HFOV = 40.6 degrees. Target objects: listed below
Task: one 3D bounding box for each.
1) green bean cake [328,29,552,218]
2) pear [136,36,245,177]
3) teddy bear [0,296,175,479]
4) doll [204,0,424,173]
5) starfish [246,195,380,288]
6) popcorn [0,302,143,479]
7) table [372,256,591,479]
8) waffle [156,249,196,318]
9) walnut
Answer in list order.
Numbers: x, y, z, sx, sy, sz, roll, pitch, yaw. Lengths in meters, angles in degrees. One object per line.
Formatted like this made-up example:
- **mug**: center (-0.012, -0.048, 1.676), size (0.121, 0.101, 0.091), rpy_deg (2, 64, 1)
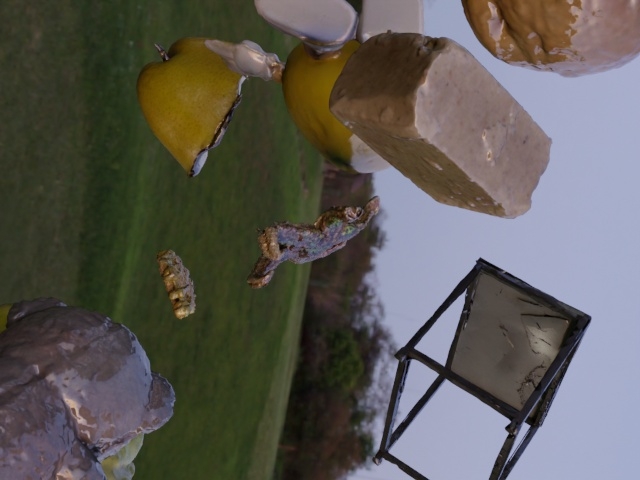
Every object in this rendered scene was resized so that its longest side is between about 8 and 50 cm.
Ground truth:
- **green bean cake**: center (0.104, -0.095, 0.731), size (0.109, 0.179, 0.085), rpy_deg (18, -103, 51)
- **pear**: center (-0.234, -0.258, 1.524), size (0.267, 0.178, 0.267), rpy_deg (-62, -171, 17)
- **teddy bear**: center (-0.272, 0.161, 0.770), size (0.151, 0.236, 0.267), rpy_deg (-58, 171, 33)
- **doll**: center (0.021, -0.228, 1.231), size (0.423, 0.348, 0.161), rpy_deg (-13, -130, 65)
- **starfish**: center (-0.005, -0.009, 0.922), size (0.150, 0.209, 0.053), rpy_deg (-32, -94, 52)
- **popcorn**: center (-0.379, 0.251, 1.122), size (0.334, 0.292, 0.294), rpy_deg (-20, 145, -45)
- **table**: center (0.267, 0.265, 1.485), size (0.272, 0.222, 0.335), rpy_deg (-43, 152, -35)
- **waffle**: center (-0.264, 0.096, 1.650), size (0.192, 0.046, 0.161), rpy_deg (77, -10, -66)
- **walnut**: center (0.315, -0.373, 1.132), size (0.333, 0.332, 0.333), rpy_deg (-170, -90, -87)
